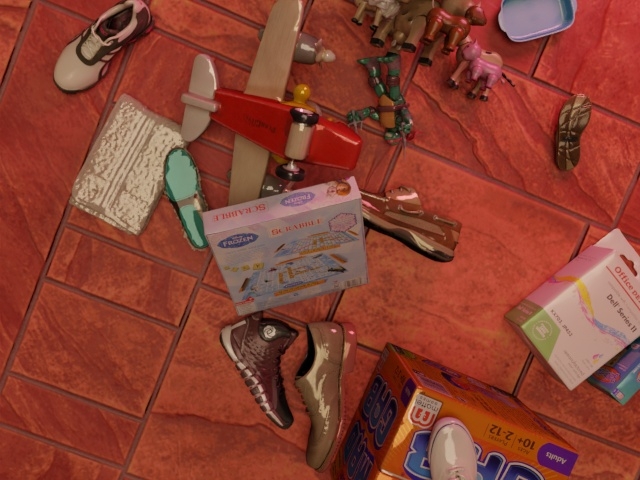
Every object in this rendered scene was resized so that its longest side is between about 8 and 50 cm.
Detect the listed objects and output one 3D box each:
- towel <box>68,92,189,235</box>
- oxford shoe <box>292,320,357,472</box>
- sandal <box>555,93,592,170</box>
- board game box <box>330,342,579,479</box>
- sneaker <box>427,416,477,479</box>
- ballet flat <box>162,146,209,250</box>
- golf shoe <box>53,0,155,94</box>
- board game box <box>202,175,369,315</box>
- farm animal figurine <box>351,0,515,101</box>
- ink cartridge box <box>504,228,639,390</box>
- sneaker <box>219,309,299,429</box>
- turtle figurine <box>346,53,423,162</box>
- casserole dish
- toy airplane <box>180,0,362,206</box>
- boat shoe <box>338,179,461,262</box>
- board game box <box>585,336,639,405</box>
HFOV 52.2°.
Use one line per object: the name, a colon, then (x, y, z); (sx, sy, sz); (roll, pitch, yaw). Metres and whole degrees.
towel: (-0.430, -0.166, 1.483); (0.187, 0.049, 0.282); (29, 92, -7)
oxford shoe: (-0.010, 0.355, 1.509); (0.130, 0.123, 0.348); (10, 84, -19)
sandal: (0.589, -0.257, 1.544); (0.072, 0.049, 0.180); (3, 109, 2)
board game box: (0.262, 0.488, 1.428); (0.356, 0.356, 0.356); (23, 93, -5)
sneaker: (0.253, 0.459, 1.198); (0.094, 0.091, 0.258); (-6, 95, -3)
ballet flat: (-0.302, -0.092, 1.476); (0.091, 0.077, 0.241); (-14, 100, -10)
golf shoe: (-0.487, -0.432, 1.421); (0.273, 0.120, 0.105); (-43, 98, 2)
board game box: (-0.061, 0.022, 1.410); (0.318, 0.318, 0.066); (-14, 53, -3)
farm animal figurine: (0.262, -0.461, 1.421); (0.326, 0.330, 0.172); (25, 91, 26)
ink cartridge box: (0.646, 0.155, 1.543); (0.353, 0.119, 0.207); (-40, 96, 0)
sneaker: (-0.100, 0.289, 1.516); (0.162, 0.106, 0.281); (-32, 96, -4)
turtle figurine: (0.146, -0.297, 1.478); (0.175, 0.118, 0.234); (4, 111, 37)
casserole dish: (0.499, -0.527, 1.517); (0.188, 0.037, 0.114); (-16, 95, -3)
toy airplane: (-0.109, -0.264, 1.415); (0.386, 0.272, 0.384); (-27, 85, 35)
boat shoe: (0.181, -0.064, 1.504); (0.324, 0.122, 0.120); (27, 87, -14)
board game box: (0.730, 0.275, 1.539); (0.047, 0.160, 0.210); (44, 92, -6)
